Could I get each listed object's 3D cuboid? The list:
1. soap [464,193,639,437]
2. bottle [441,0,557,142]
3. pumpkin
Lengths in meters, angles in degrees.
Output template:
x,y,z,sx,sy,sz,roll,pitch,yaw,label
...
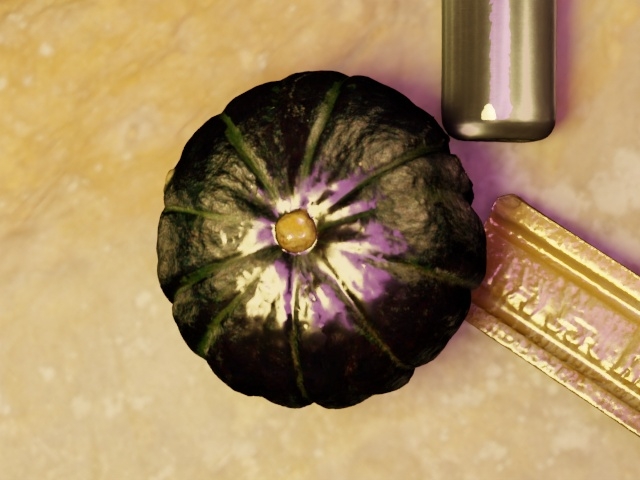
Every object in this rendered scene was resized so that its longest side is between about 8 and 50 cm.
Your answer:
x,y,z,sx,sy,sz,roll,pitch,yaw,label
0.203,0.071,1.327,0.252,0.037,0.092,34,91,16,soap
0.115,-0.193,1.339,0.096,0.079,0.254,1,91,43,bottle
0.000,0.000,1.296,0.220,0.162,0.221,-1,86,13,pumpkin
